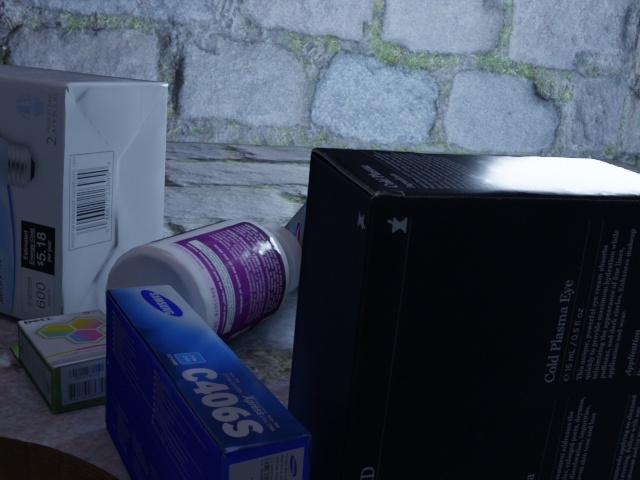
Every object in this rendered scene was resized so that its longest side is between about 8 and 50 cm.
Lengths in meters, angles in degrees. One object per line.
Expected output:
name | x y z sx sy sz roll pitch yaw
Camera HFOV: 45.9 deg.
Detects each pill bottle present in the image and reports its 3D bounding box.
pill bottle | -0.149 0.061 1.097 0.169 0.169 0.301 13 17 27

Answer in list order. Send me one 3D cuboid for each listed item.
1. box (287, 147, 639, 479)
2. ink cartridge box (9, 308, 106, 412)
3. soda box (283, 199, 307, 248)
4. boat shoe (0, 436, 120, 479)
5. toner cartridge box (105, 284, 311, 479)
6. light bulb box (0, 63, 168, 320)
box | 0.145 0.099 0.712 0.312 0.344 0.179 1 17 -18
ink cartridge box | -0.316 0.137 0.962 0.108 0.062 0.209 -7 18 -34
soda box | 0.000 0.000 1.320 0.098 0.091 0.286 2 -8 -11
boat shoe | -0.311 0.219 0.584 0.341 0.110 0.121 15 4 -21
toner cartridge box | -0.123 0.174 0.697 0.075 0.165 0.348 -2 17 -29
light bulb box | -0.451 -0.088 1.187 0.360 0.358 0.225 11 14 26
